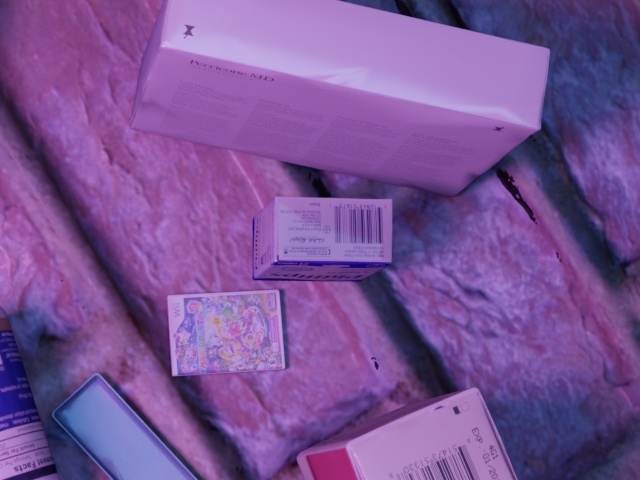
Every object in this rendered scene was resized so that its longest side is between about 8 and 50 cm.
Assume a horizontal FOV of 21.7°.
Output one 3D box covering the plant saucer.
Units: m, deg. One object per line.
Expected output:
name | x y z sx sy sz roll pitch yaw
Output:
plant saucer | -0.193 0.229 1.741 0.067 0.018 0.192 -43 92 -16

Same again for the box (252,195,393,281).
box | 0.000 0.000 1.761 0.126 0.137 0.072 1 81 -12

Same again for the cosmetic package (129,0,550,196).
cosmetic package | 0.009 -0.154 1.716 0.377 0.284 0.097 12 78 -11

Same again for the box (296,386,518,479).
box | 0.086 0.240 1.687 0.149 0.232 0.126 -22 86 -15

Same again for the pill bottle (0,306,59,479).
pill bottle | -0.346 0.207 1.641 0.153 0.153 0.264 -17 84 -15

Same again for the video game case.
video game case | -0.101 0.099 1.787 0.122 0.011 0.087 -3 81 -12
